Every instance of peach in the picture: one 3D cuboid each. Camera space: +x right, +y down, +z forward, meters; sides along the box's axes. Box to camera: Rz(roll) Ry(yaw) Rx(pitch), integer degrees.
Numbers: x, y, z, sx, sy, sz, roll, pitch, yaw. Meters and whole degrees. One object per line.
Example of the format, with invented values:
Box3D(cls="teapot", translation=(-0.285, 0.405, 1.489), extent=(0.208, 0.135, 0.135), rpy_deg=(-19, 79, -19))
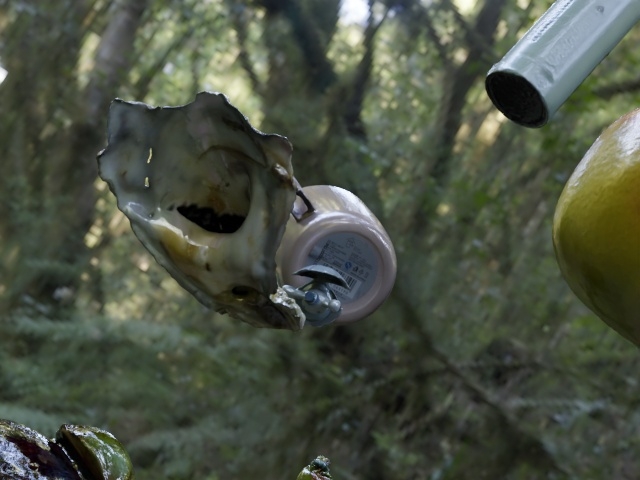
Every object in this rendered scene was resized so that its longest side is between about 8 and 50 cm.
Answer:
Box3D(cls="peach", translation=(0.320, -0.010, 1.251), extent=(0.231, 0.231, 0.231), rpy_deg=(30, -11, 6))

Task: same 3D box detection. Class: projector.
Box3D(cls="projector", translation=(0.366, -0.299, 1.991), extent=(0.108, 0.337, 0.108), rpy_deg=(35, -25, 19))

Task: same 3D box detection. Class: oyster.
Box3D(cls="oyster", translation=(-0.115, -0.040, 1.593), extent=(0.275, 0.100, 0.271), rpy_deg=(24, -53, 7))

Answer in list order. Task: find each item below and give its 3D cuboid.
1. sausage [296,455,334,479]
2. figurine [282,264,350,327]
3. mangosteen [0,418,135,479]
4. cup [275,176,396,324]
Box3D(cls="sausage", translation=(-0.005, 0.401, 1.573), extent=(0.082, 0.371, 0.082), rpy_deg=(2, -39, 2))
Box3D(cls="figurine", translation=(-0.008, 0.076, 2.034), extent=(0.094, 0.082, 0.086), rpy_deg=(14, -13, -1))
Box3D(cls="mangosteen", translation=(-0.305, 0.319, 1.382), extent=(0.300, 0.300, 0.300), rpy_deg=(30, -11, 6))
Box3D(cls="cup", translation=(0.000, 0.000, 2.173), extent=(0.252, 0.191, 0.200), rpy_deg=(60, -3, -15))
